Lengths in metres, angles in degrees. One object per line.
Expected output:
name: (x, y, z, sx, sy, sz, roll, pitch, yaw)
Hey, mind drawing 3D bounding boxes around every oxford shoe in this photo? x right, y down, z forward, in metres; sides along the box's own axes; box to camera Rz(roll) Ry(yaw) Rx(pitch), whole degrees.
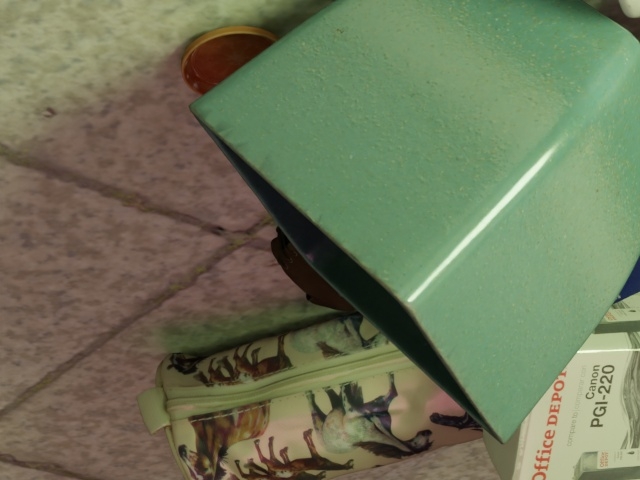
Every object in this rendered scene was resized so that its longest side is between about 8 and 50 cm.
oxford shoe: (0.000, 0.000, 1.379, 0.096, 0.083, 0.227, -2, 146, 7)

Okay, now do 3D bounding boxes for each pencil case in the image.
pencil case: (0.041, 0.140, 1.534, 0.410, 0.160, 0.183, -15, 146, 12)

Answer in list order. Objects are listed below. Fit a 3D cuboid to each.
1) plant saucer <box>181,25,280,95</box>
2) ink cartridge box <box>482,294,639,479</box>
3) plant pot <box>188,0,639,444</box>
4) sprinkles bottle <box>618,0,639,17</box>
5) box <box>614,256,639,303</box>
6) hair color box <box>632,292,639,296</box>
plant saucer: (-0.064, -0.136, 1.207, 0.083, 0.013, 0.083, -6, 149, -4)
ink cartridge box: (0.263, 0.133, 1.384, 0.217, 0.092, 0.159, 0, 120, -9)
plant pot: (0.109, -0.056, 1.141, 0.252, 0.247, 0.248, -44, 145, -5)
sprinkles bottle: (0.347, -0.251, 1.008, 0.355, 0.121, 0.121, -17, 147, 14)
box: (0.270, -0.021, 1.247, 0.225, 0.037, 0.136, -30, 142, 28)
hair color box: (0.288, -0.015, 1.389, 0.185, 0.110, 0.338, -30, 143, 32)
